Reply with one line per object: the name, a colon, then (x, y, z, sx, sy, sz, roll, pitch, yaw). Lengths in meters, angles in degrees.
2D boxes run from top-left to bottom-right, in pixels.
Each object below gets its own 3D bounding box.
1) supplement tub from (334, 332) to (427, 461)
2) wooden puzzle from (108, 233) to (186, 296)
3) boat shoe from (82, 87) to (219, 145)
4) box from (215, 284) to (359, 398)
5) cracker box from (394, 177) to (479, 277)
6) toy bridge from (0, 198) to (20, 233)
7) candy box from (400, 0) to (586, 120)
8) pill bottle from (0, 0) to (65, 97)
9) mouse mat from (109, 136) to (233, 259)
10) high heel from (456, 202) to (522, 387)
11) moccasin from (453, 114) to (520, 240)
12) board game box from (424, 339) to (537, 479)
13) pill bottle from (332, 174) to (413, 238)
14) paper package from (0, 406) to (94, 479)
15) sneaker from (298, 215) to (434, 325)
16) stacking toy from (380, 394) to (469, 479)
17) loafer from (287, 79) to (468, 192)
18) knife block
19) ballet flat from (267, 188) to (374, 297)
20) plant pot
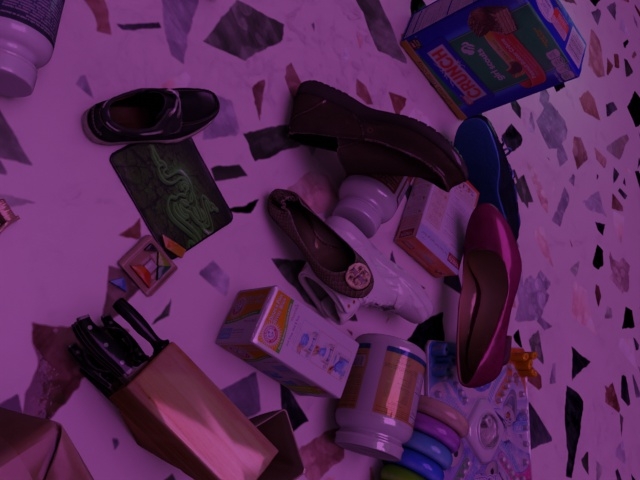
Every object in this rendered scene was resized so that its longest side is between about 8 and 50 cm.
supplement tub: (0.108, 0.286, 1.155, 0.144, 0.144, 0.200, 33, 62, -32)
wooden puzzle: (-0.260, 0.037, 0.961, 0.078, 0.014, 0.116, 47, 59, -25)
boat shoe: (-0.245, -0.199, 0.983, 0.233, 0.079, 0.084, -21, 89, -43)
box: (-0.053, 0.172, 1.054, 0.203, 0.114, 0.103, 39, 59, -29)
cracker box: (0.265, -0.055, 1.415, 0.155, 0.067, 0.232, 40, 57, -30)
toy bridge: (-0.459, 0.016, 0.786, 0.188, 0.026, 0.063, -40, 110, -39)
candy box: (0.386, -0.445, 1.433, 0.268, 0.317, 0.122, 42, 58, -26)
pill bottle: (-0.406, -0.290, 0.839, 0.107, 0.107, 0.180, 18, 69, -38)
mouse mat: (-0.234, -0.082, 1.019, 0.152, 0.007, 0.190, -38, 108, -40)
high heel: (0.339, 0.114, 1.323, 0.181, 0.127, 0.378, -12, 95, -52)
moccasin: (0.405, -0.143, 1.536, 0.116, 0.137, 0.342, -37, 120, -44)
board game box: (0.382, 0.432, 1.434, 0.389, 0.050, 0.391, 12, 74, -40)
pill bottle: (0.109, -0.111, 1.252, 0.121, 0.121, 0.216, 47, 54, -24)
paper package: (-0.323, 0.336, 0.643, 0.168, 0.324, 0.310, -35, 105, -40)
sneaker: (0.082, 0.109, 1.203, 0.292, 0.108, 0.169, 40, 59, -17)
stacking toy: (0.161, 0.466, 1.189, 0.141, 0.141, 0.330, 42, 63, -28)
loafer: (0.093, -0.165, 1.155, 0.130, 0.365, 0.134, -60, 156, -6)
knife block: (-0.205, 0.199, 0.839, 0.088, 0.275, 0.242, -47, 142, -37)
ballet flat: (0.000, 0.000, 1.106, 0.084, 0.058, 0.250, -38, 79, -26)
plant pot: (-0.106, 0.334, 0.987, 0.109, 0.096, 0.109, -21, 95, -42)
